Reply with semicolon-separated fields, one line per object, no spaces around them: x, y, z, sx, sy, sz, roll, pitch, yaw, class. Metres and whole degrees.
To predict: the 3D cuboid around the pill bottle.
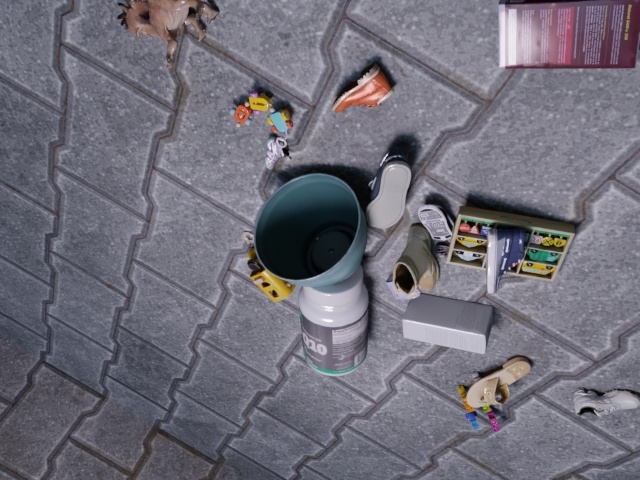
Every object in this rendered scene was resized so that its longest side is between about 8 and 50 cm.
0.040;0.217;1.837;0.204;0.204;0.361;13;135;17;pill bottle

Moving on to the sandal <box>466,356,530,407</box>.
0.518;0.437;1.818;0.088;0.079;0.240;33;118;-16;sandal

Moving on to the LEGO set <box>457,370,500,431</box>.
0.483;0.504;1.966;0.087;0.093;0.227;-22;117;5;LEGO set

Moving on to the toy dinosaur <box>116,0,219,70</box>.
-0.353;-0.532;1.403;0.200;0.127;0.295;42;131;-3;toy dinosaur

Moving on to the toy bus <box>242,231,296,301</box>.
-0.165;0.095;1.905;0.202;0.104;0.191;16;136;14;toy bus

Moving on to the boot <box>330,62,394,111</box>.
0.092;-0.321;1.403;0.084;0.059;0.158;42;136;-20;boot

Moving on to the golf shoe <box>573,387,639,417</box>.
0.802;0.466;1.744;0.176;0.086;0.069;-8;124;32;golf shoe

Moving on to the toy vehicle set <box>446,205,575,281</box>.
0.451;0.009;1.504;0.266;0.035;0.166;10;134;8;toy vehicle set

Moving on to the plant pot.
0.000;0.000;1.624;0.292;0.293;0.196;3;158;27;plant pot

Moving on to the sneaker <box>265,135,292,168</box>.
-0.106;-0.219;1.621;0.069;0.038;0.098;20;137;12;sneaker

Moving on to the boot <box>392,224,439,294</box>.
0.248;0.088;1.625;0.077;0.165;0.213;4;131;26;boot

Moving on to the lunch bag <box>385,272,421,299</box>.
0.238;0.126;1.753;0.083;0.053;0.071;-7;125;46;lunch bag

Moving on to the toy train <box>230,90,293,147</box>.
-0.139;-0.310;1.551;0.166;0.046;0.125;31;139;3;toy train

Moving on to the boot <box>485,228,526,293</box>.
0.437;0.053;1.474;0.086;0.069;0.190;-1;131;10;boot

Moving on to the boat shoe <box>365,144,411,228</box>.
0.165;-0.126;1.528;0.095;0.079;0.255;7;144;2;boat shoe

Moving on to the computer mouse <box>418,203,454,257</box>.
0.311;-0.030;1.573;0.106;0.042;0.193;-5;133;38;computer mouse

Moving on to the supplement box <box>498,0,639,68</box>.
0.450;-0.385;1.131;0.239;0.073;0.130;8;134;24;supplement box

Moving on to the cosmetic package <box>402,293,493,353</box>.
0.355;0.229;1.739;0.231;0.117;0.086;8;133;23;cosmetic package
